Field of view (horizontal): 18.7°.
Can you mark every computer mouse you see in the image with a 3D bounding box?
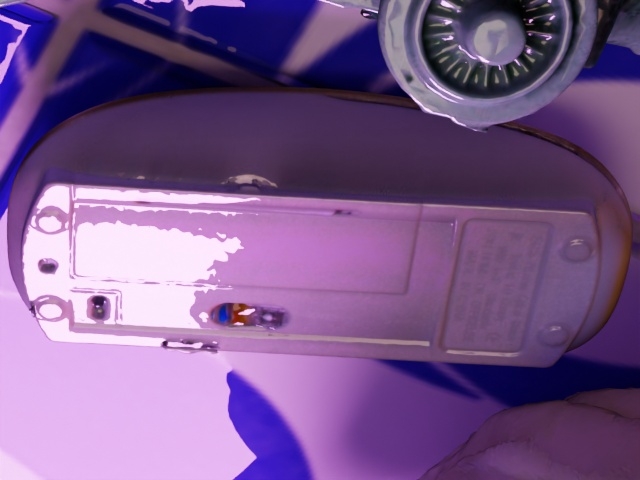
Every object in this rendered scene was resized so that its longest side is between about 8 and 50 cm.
[{"bbox_3d":[0.000,-0.001,0.628,0.199,0.045,0.102,2,136,-4],"label":"computer mouse"}]

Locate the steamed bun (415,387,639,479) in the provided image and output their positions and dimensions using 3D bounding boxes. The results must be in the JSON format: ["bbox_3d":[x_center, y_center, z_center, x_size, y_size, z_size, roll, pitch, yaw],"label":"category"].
[{"bbox_3d":[0.132,0.196,0.701,0.352,0.247,0.339,-32,111,18],"label":"steamed bun"}]

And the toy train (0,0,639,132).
[{"bbox_3d":[-0.008,-0.123,0.484,0.248,0.101,0.159,14,117,-15],"label":"toy train"}]
